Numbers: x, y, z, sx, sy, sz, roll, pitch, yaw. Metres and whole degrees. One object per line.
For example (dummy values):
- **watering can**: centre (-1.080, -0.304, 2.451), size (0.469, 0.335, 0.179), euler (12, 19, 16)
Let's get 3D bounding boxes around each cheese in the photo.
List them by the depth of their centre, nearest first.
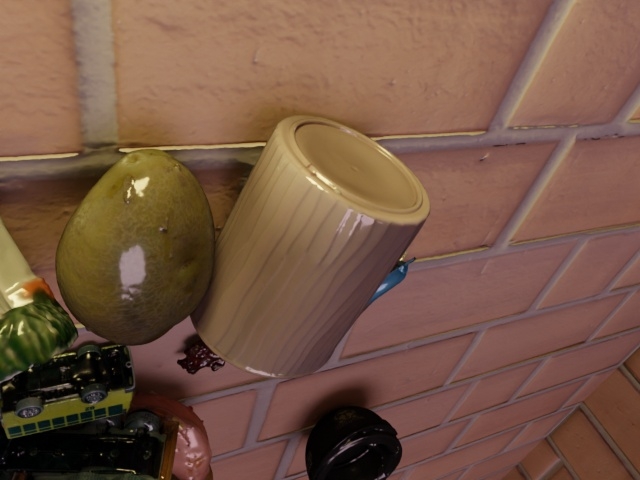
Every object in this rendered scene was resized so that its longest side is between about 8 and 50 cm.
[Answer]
- **cheese**: centre (0.043, 0.099, 0.877), size (0.256, 0.037, 0.106), euler (-37, 169, 20)

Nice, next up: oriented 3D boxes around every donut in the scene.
- **donut**: centre (-0.304, 0.341, 0.960), size (0.232, 0.085, 0.199), euler (-7, 118, -3)

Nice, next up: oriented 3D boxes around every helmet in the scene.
- **helmet**: centre (0.062, 0.481, 1.340), size (0.230, 0.160, 0.279), euler (-14, 127, -16)

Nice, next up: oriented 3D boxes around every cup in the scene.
- **cup**: centre (0.007, 0.013, 0.720), size (0.288, 0.208, 0.273), euler (5, 130, -36)

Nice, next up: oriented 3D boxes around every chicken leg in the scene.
- **chicken leg**: centre (-0.129, 0.168, 0.941), size (0.219, 0.048, 0.090), euler (-18, 145, -15)

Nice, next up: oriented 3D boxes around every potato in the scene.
- **potato**: centre (-0.195, 0.011, 0.616), size (0.160, 0.178, 0.235), euler (12, 121, -16)

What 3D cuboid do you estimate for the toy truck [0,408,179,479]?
- **toy truck**: centre (-0.373, 0.350, 0.840), size (0.305, 0.136, 0.162), euler (5, 122, -10)

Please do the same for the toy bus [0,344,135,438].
- **toy bus**: centre (-0.358, 0.212, 0.809), size (0.174, 0.088, 0.101), euler (-6, 139, -24)

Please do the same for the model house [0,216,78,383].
- **model house**: centre (-0.406, 0.033, 0.501), size (0.271, 0.190, 0.301), euler (-26, 99, -13)

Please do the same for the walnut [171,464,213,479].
- **walnut**: centre (-0.285, 0.518, 1.206), size (0.124, 0.105, 0.105), euler (-39, 145, -12)

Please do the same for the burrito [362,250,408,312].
- **burrito**: centre (0.063, 0.079, 0.953), size (0.086, 0.060, 0.226), euler (14, 126, -37)
